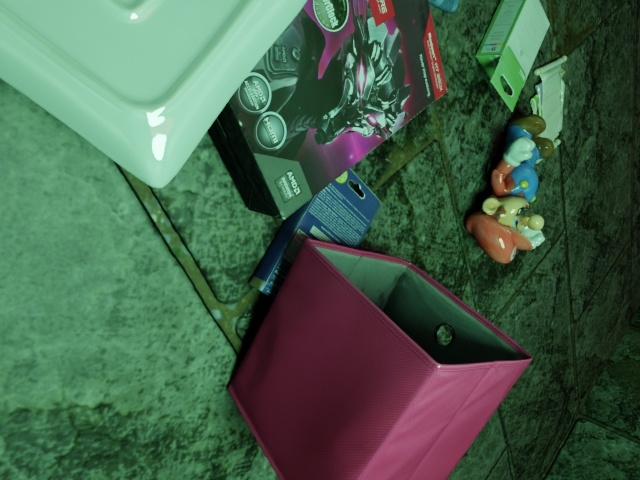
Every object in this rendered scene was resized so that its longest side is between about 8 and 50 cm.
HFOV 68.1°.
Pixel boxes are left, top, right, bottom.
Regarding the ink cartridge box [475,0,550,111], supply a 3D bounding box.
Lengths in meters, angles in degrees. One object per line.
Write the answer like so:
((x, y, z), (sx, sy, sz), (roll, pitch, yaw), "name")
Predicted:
((0.372, -0.374, 0.937), (0.109, 0.062, 0.209), (30, 82, -43), "ink cartridge box")

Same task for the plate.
((-0.175, -0.236, 0.417), (0.277, 0.045, 0.278), (37, 75, -17), "plate")

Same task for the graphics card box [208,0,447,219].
((0.013, -0.226, 0.631), (0.371, 0.094, 0.233), (-39, 125, -26), "graphics card box")

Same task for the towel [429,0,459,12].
((0.189, -0.424, 0.778), (0.119, 0.029, 0.067), (-1, 103, -43), "towel")

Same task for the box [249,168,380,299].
((0.000, 0.000, 0.723), (0.136, 0.036, 0.225), (39, 77, -42), "box")

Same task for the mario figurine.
((0.435, -0.098, 0.996), (0.198, 0.170, 0.321), (25, 75, -9), "mario figurine")

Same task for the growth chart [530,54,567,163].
((0.549, -0.313, 1.146), (0.171, 0.021, 0.238), (-25, 118, -35), "growth chart")

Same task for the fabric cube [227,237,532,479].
((0.075, 0.184, 0.653), (0.259, 0.254, 0.258), (12, 111, -44), "fabric cube")
